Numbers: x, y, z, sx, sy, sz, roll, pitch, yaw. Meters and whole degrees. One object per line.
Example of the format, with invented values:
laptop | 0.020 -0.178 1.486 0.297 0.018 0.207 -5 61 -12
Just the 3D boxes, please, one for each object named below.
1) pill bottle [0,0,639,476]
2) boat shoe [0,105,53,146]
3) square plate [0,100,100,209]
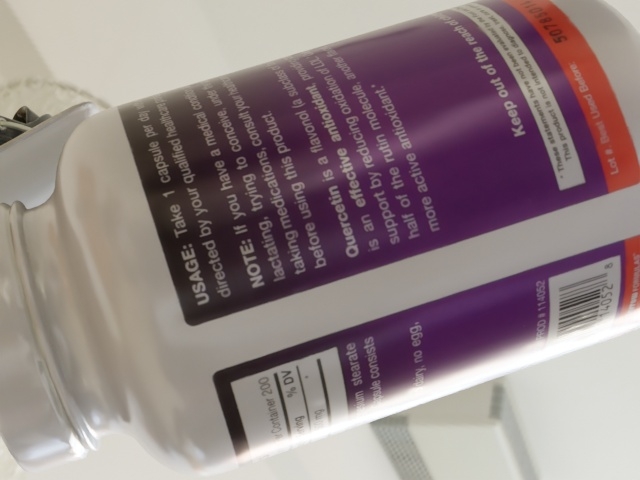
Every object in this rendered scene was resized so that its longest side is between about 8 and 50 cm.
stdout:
pill bottle | 0.000 0.000 0.511 0.323 0.181 0.181 -17 -42 -8
boat shoe | -0.272 -0.079 0.955 0.303 0.091 0.114 7 -12 -42
square plate | -0.254 0.078 0.675 0.049 0.344 0.347 56 -10 13
